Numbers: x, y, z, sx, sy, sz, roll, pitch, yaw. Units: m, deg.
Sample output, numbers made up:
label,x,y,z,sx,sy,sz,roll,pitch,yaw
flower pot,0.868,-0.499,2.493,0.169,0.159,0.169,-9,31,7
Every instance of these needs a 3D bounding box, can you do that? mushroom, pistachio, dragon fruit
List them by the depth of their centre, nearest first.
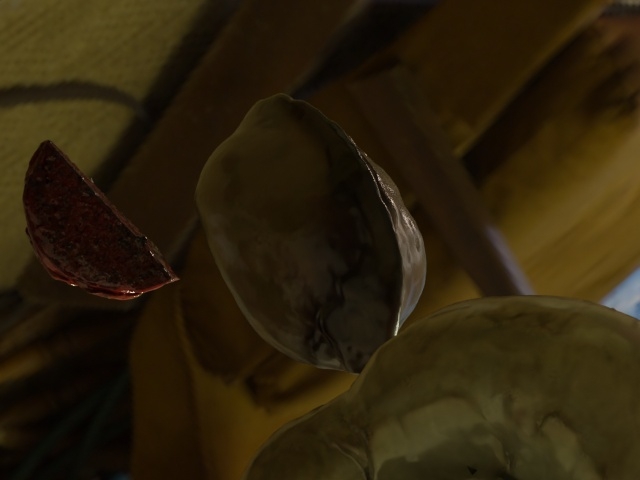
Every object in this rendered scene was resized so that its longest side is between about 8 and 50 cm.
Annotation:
label,x,y,z,sx,sy,sz,roll,pitch,yaw
mushroom,0.047,0.085,0.361,0.112,0.148,0.148,-16,151,-54
pistachio,0.000,0.000,0.909,0.130,0.210,0.165,-9,128,-20
dragon fruit,-0.198,-0.001,1.283,0.083,0.162,0.106,-47,-179,0
